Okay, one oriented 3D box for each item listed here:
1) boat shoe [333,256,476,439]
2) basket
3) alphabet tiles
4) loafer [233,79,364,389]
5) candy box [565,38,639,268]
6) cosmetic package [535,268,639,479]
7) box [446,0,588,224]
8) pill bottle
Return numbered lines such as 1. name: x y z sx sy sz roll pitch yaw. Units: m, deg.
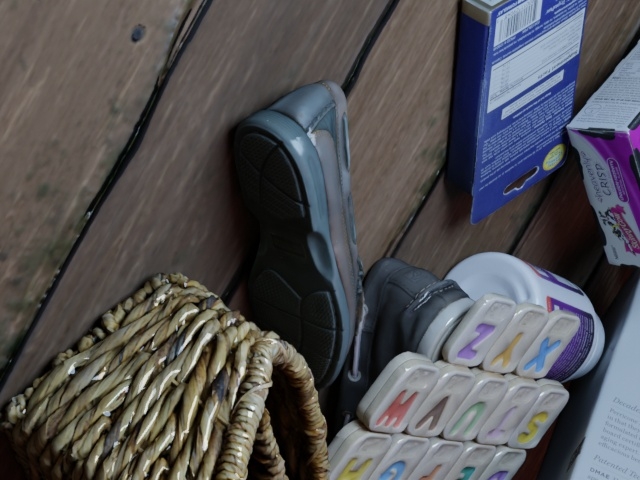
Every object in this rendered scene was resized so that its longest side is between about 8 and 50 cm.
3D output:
1. boat shoe: 0.059 0.157 1.545 0.112 0.095 0.335 -25 142 -40
2. basket: -0.060 0.195 1.275 0.213 0.223 0.299 -41 144 -23
3. alphabet tiles: 0.110 0.168 1.499 0.284 0.021 0.278 15 114 -53
4. loafer: 0.000 0.000 1.308 0.084 0.096 0.267 -42 144 -32
5. candy box: 0.327 -0.105 1.597 0.233 0.071 0.159 -46 128 -33
6. cosmetic package: 0.301 0.225 1.682 0.217 0.156 0.385 112 2 -50
7. box: 0.166 -0.130 1.463 0.136 0.036 0.225 -33 141 -33
8. pill bottle: 0.192 0.079 1.620 0.193 0.108 0.108 21 101 -57
